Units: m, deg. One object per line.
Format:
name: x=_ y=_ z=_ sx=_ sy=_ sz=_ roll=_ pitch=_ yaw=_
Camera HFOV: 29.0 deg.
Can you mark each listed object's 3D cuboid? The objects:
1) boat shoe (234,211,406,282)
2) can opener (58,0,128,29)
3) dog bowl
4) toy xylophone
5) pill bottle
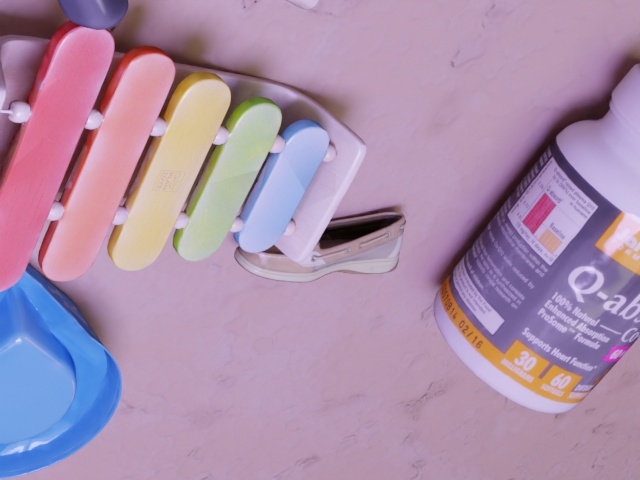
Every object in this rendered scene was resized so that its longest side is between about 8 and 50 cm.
boat shoe: x=0.001 y=0.001 z=1.017 sx=0.153 sy=0.056 sz=0.048 roll=-1 pitch=119 yaw=-28
can opener: x=-0.173 y=-0.251 z=0.666 sx=0.076 sy=0.095 sz=0.283 roll=-42 pitch=130 yaw=-26
dog bowl: x=-0.276 y=0.068 z=0.923 sx=0.166 sy=0.074 sz=0.297 roll=-35 pitch=136 yaw=6
toy xylophone: x=-0.109 y=-0.080 z=0.844 sx=0.322 sy=0.081 sz=0.236 roll=-4 pitch=130 yaw=-37
pill bottle: x=0.233 y=0.000 z=1.052 sx=0.162 sy=0.162 sz=0.278 roll=16 pitch=120 yaw=-36
